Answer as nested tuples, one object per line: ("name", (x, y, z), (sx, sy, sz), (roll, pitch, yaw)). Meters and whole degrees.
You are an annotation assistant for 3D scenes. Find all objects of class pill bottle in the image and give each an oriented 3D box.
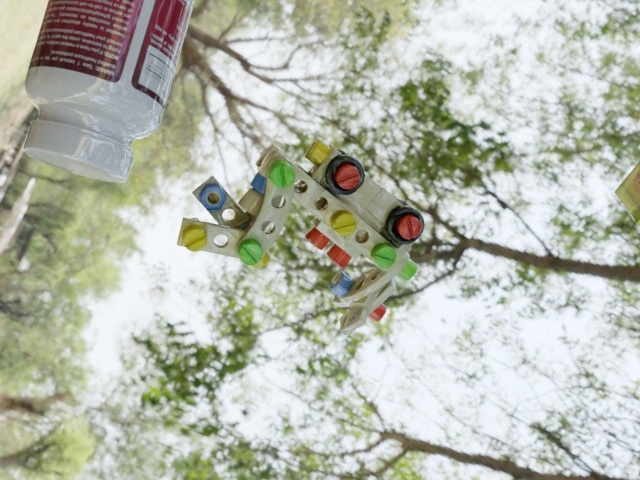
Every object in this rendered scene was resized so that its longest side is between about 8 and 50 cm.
("pill bottle", (-0.132, -0.118, 0.541), (0.086, 0.086, 0.152), (173, -67, -69))

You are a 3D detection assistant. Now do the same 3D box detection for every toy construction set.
("toy construction set", (0.000, 0.000, 1.097), (0.215, 0.327, 0.151), (-50, -148, 5))

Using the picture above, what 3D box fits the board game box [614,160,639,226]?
("board game box", (0.331, -0.087, 0.729), (0.181, 0.043, 0.092), (-54, -173, 20))
